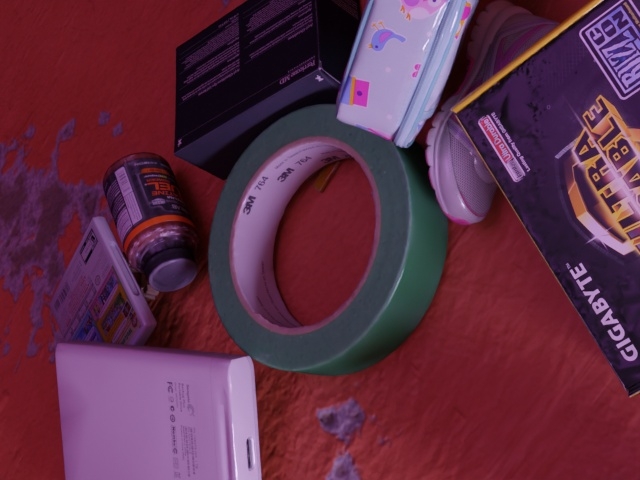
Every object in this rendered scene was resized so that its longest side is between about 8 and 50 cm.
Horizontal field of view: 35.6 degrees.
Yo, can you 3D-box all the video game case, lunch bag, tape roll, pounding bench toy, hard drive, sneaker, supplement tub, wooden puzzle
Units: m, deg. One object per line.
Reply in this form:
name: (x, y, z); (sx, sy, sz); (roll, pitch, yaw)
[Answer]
video game case: (-0.317, 0.105, 1.430); (0.212, 0.023, 0.193); (-53, 56, 38)
lunch bag: (0.106, -0.235, 1.067); (0.108, 0.279, 0.224); (20, 123, 5)
tape roll: (0.000, 0.000, 1.199); (0.321, 0.077, 0.321); (-12, 71, 38)
pounding bench toy: (-0.260, 0.049, 1.439); (0.083, 0.052, 0.065); (-5, 73, 40)
hard drive: (-0.217, 0.255, 1.294); (0.353, 0.047, 0.233); (-1, 94, 41)
sneaker: (0.197, -0.135, 1.061); (0.111, 0.103, 0.252); (16, 88, 45)
supplement tub: (-0.234, -0.024, 1.404); (0.106, 0.106, 0.198); (-43, 53, 23)
wooden puzzle: (-0.009, -0.123, 1.300); (0.078, 0.014, 0.116); (-50, 49, 17)

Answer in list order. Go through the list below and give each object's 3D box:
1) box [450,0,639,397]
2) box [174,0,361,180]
box: (0.307, -0.061, 0.899); (0.257, 0.079, 0.322); (-36, 73, 25)
box: (-0.072, -0.220, 1.320); (0.261, 0.103, 0.184); (-24, 53, 34)
